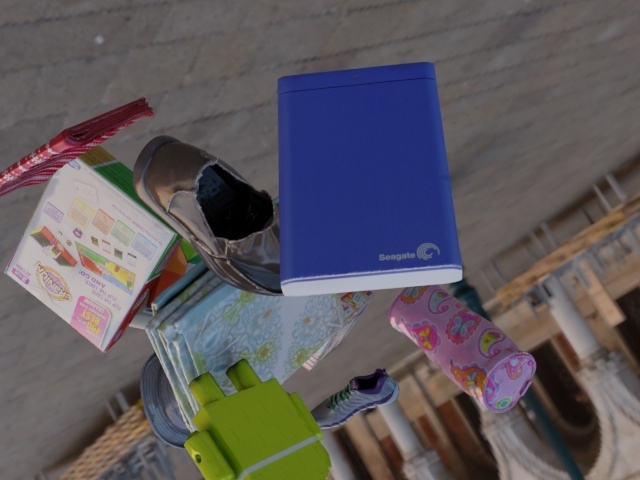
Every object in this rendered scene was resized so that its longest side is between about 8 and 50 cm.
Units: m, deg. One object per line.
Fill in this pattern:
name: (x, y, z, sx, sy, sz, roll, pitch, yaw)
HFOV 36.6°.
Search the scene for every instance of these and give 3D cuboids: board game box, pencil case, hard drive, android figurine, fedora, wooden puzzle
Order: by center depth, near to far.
hard drive: (0.053, -0.085, 1.206, 0.210, 0.318, 0.040, -5, 147, 4)
android figurine: (-0.090, 0.315, 1.506, 0.248, 0.272, 0.056, -16, 153, -50)
pencil case: (0.239, 0.172, 1.656, 0.124, 0.284, 0.124, -15, 122, -26)
board game box: (-0.394, 0.012, 1.692, 0.316, 0.242, 0.064, -53, 177, 32)
wooden puzzle: (-0.252, 0.074, 1.881, 0.221, 0.238, 0.044, 18, 180, -42)
board game box: (0.034, 0.187, 2.112, 0.146, 0.045, 0.193, -59, 167, 25)
fedora: (-0.259, 0.331, 2.145, 0.124, 0.243, 0.275, -21, 165, 29)

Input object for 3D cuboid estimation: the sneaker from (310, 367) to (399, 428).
sneaker: (0.063, 0.350, 2.201, 0.224, 0.083, 0.098, -25, 132, 8)

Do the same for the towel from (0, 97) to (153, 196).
towel: (-0.381, -0.114, 1.367, 0.275, 0.031, 0.199, -25, -172, 32)

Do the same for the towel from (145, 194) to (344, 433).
towel: (-0.117, 0.130, 1.656, 0.374, 0.090, 0.320, -40, 140, -28)

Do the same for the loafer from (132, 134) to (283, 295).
loafer: (-0.114, -0.013, 1.393, 0.366, 0.130, 0.133, 37, 75, -44)
